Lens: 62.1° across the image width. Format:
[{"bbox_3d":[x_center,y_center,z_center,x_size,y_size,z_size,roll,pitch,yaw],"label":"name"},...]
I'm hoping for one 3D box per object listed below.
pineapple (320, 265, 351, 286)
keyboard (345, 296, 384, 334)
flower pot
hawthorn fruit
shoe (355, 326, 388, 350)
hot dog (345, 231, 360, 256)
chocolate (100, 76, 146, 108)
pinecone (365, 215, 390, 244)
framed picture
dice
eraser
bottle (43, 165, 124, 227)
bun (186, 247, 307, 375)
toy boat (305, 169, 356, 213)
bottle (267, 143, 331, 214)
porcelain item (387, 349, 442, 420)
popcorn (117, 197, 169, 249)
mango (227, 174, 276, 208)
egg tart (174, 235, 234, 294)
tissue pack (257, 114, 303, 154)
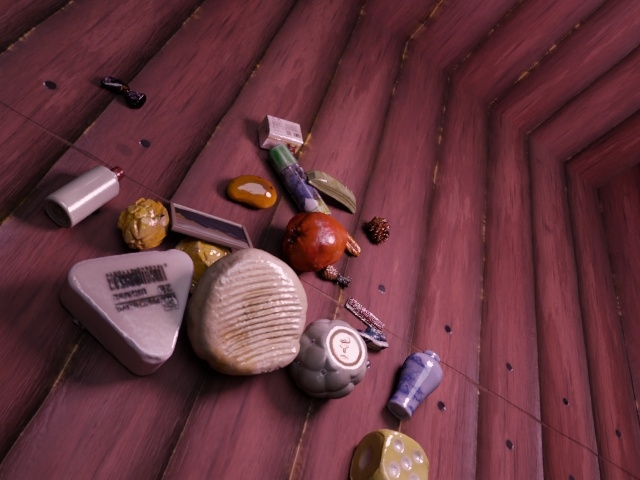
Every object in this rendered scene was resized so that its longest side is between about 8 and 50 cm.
[{"bbox_3d":[0.061,0.130,1.904,0.124,0.058,0.058,30,47,-17],"label":"pineapple"},{"bbox_3d":[0.160,0.270,1.906,0.166,0.017,0.055,40,45,-7],"label":"keyboard"},{"bbox_3d":[0.026,0.358,1.619,0.246,0.195,0.246,19,52,-26],"label":"flower pot"},{"bbox_3d":[0.000,0.000,1.855,0.299,0.211,0.211,-3,62,-55],"label":"hawthorn fruit"},{"bbox_3d":[0.173,0.333,1.840,0.142,0.064,0.071,23,50,-26],"label":"shoe"},{"bbox_3d":[0.100,0.005,2.032,0.144,0.038,0.062,48,42,-1],"label":"hot dog"},{"bbox_3d":[-0.667,-0.513,1.808,0.147,0.070,0.072,38,17,-10],"label":"chocolate"},{"bbox_3d":[0.232,-0.042,2.127,0.102,0.102,0.110,10,66,-32],"label":"pinecone"},{"bbox_3d":[-0.347,-0.042,1.680,0.265,0.018,0.192,18,19,-26],"label":"framed picture"},{"bbox_3d":[0.200,0.668,1.552,0.169,0.166,0.169,33,47,-12],"label":"dice"},{"bbox_3d":[-0.475,0.148,1.428,0.331,0.150,0.331,21,49,-26],"label":"eraser"},{"bbox_3d":[-0.659,-0.140,1.523,0.104,0.104,0.245,43,44,-4],"label":"bottle"},{"bbox_3d":[-0.213,0.198,1.512,0.365,0.219,0.365,-1,92,-33],"label":"bun"},{"bbox_3d":[0.059,-0.194,2.060,0.293,0.055,0.093,31,34,-42],"label":"toy boat"},{"bbox_3d":[-0.083,-0.211,2.007,0.093,0.093,0.330,-22,74,-43],"label":"bottle"},{"bbox_3d":[0.325,0.483,1.804,0.141,0.141,0.259,44,52,-3],"label":"porcelain item"},{"bbox_3d":[-0.512,-0.048,1.550,0.167,0.152,0.149,-39,123,-68],"label":"popcorn"},{"bbox_3d":[-0.239,-0.175,1.873,0.178,0.090,0.115,17,59,-16],"label":"mango"},{"bbox_3d":[-0.334,0.070,1.631,0.231,0.098,0.252,25,45,-26],"label":"egg tart"},{"bbox_3d":[-0.159,-0.409,2.084,0.148,0.099,0.106,10,53,-31],"label":"tissue pack"}]
